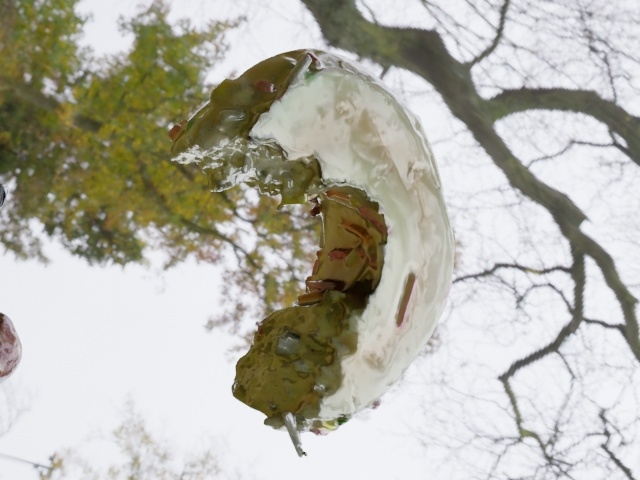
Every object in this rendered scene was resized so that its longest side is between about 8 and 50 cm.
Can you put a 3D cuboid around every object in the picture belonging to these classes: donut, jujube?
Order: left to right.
[{"bbox_3d":[-0.697,0.220,1.742,0.168,0.236,0.168,167,-90,-72],"label":"jujube"},{"bbox_3d":[0.003,-0.010,0.924,0.150,0.307,0.371,3,-67,46],"label":"donut"}]

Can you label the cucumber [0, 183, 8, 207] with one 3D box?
[{"bbox_3d":[-0.287,-0.045,0.580,0.046,0.220,0.070,-15,-115,28],"label":"cucumber"}]
